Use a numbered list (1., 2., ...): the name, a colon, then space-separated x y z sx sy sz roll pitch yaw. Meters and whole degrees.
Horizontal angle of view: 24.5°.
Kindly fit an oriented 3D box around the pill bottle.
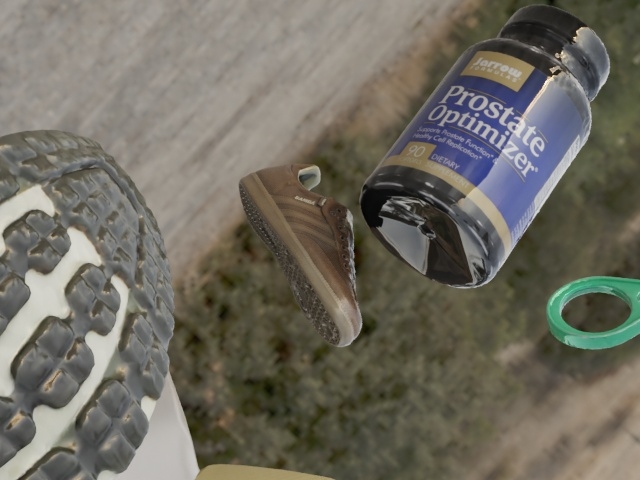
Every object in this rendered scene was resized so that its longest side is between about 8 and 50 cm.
1. pill bottle: 0.135 -0.079 1.157 0.219 0.123 0.123 -53 176 -26

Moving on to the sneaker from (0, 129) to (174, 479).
1. sneaker: -0.225 0.102 0.593 0.182 0.158 0.410 1 -138 46

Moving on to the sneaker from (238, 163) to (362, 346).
1. sneaker: 0.000 0.000 1.144 0.071 0.188 0.066 -22 139 -13

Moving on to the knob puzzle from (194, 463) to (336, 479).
1. knob puzzle: -0.023 0.191 0.741 0.213 0.213 0.030 -43 147 -39

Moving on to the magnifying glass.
1. magnifying glass: 0.347 0.060 1.520 0.092 0.231 0.026 -100 179 -51

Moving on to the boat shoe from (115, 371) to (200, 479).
1. boat shoe: -0.186 0.112 0.960 0.158 0.341 0.127 -25 151 17
